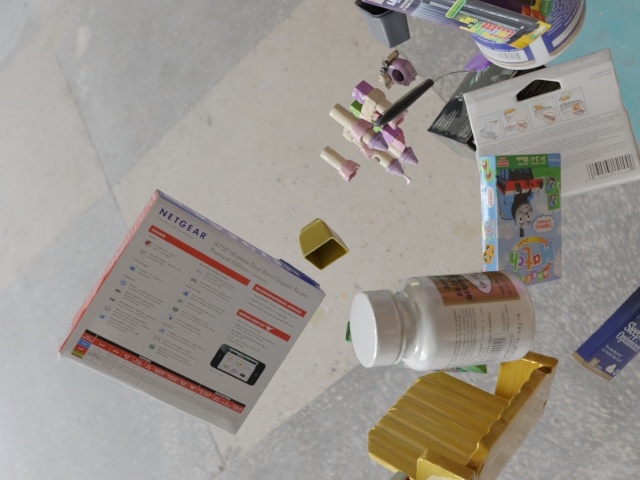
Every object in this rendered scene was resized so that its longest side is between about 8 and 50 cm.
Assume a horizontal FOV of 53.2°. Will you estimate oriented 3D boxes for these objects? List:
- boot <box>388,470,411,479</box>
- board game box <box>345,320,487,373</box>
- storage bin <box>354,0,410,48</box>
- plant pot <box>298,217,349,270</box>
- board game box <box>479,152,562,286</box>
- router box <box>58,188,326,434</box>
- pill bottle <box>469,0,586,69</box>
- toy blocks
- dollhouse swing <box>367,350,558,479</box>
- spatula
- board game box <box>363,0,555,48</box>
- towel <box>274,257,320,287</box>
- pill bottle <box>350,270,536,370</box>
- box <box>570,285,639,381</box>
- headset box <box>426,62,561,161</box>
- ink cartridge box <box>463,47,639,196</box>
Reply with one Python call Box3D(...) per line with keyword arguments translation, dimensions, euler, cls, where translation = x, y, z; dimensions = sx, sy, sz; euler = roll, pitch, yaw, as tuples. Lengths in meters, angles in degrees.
Box3D(translation=(0.168, 0.603, 1.295), dimensions=(0.176, 0.088, 0.244), euler=(25, 45, 21), cls="boot")
Box3D(translation=(0.215, 0.232, 1.362), dimensions=(0.214, 0.317, 0.046), euler=(-3, 69, 27), cls="board game box")
Box3D(translation=(0.149, -0.491, 1.410), dimensions=(0.098, 0.091, 0.135), euler=(-28, 40, -4), cls="storage bin")
Box3D(translation=(0.000, 0.000, 1.397), dimensions=(0.082, 0.081, 0.083), euler=(-34, 52, 13), cls="plant pot")
Box3D(translation=(0.325, -0.033, 1.027), dimensions=(0.039, 0.160, 0.211), euler=(7, 102, 56), cls="board game box")
Box3D(translation=(-0.209, 0.128, 1.085), dimensions=(0.301, 0.336, 0.082), euler=(-57, 21, 2), cls="router box")
Box3D(translation=(0.228, -0.332, 0.783), dimensions=(0.153, 0.265, 0.153), euler=(-8, 74, 28), cls="pill bottle")
Box3D(translation=(0.201, -0.321, 1.879), dimensions=(0.260, 0.288, 0.309), euler=(39, 67, 11), cls="toy blocks")
Box3D(translation=(0.284, 0.374, 1.412), dimensions=(0.305, 0.315, 0.347), euler=(31, 56, 32), cls="dollhouse swing")
Box3D(translation=(0.212, -0.277, 1.098), dimensions=(0.297, 0.030, 0.084), euler=(-32, 19, -9), cls="spatula")
Box3D(translation=(0.117, -0.252, 0.498), dimensions=(0.141, 0.048, 0.170), euler=(13, 80, -11), cls="board game box")
Box3D(translation=(-0.156, 0.241, 2.114), dimensions=(0.243, 0.040, 0.335), euler=(29, 89, 42), cls="towel")
Box3D(translation=(0.165, 0.112, 0.885), dimensions=(0.230, 0.131, 0.131), euler=(-3, 65, -17), cls="pill bottle")
Box3D(translation=(0.610, 0.175, 1.258), dimensions=(0.225, 0.136, 0.036), euler=(-52, 40, 12), cls="box")
Box3D(translation=(0.416, -0.319, 1.564), dimensions=(0.246, 0.131, 0.283), euler=(-55, 18, 7), cls="headset box")
Box3D(translation=(0.466, -0.214, 1.300), dimensions=(0.297, 0.066, 0.260), euler=(-13, 82, 23), cls="ink cartridge box")
